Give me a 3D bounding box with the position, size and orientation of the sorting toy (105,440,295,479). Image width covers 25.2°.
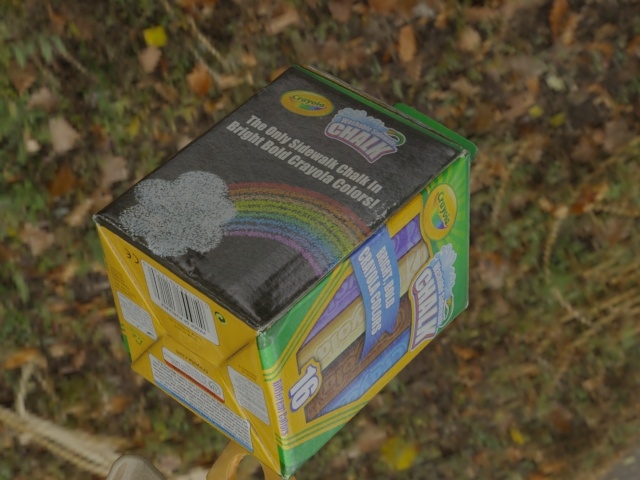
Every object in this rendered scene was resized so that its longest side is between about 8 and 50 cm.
[{"bbox_3d":[-0.135,0.290,1.116,0.047,0.196,0.348,6,113,-51],"label":"sorting toy"}]

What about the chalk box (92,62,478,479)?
[{"bbox_3d":[0.000,0.000,0.814,0.213,0.132,0.132,-39,144,-29],"label":"chalk box"}]
